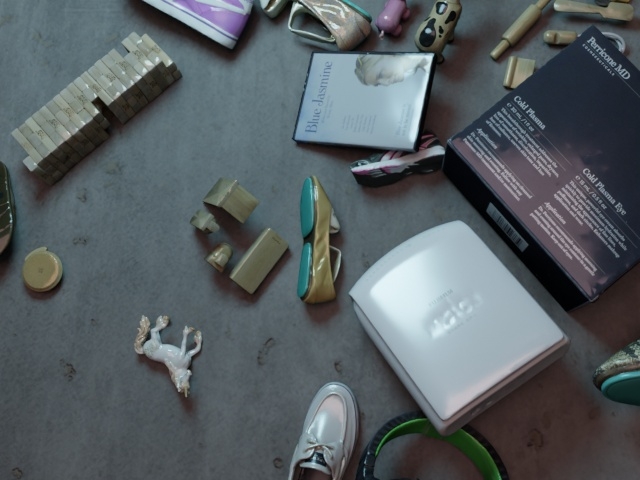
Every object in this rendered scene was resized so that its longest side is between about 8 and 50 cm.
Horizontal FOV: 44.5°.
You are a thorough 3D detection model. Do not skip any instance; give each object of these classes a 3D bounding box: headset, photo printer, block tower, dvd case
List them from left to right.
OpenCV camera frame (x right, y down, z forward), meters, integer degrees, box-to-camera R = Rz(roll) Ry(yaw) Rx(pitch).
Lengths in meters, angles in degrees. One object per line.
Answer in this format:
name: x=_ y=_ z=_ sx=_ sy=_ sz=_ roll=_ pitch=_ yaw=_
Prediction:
block tower: x=-0.432 y=-0.257 z=1.498 sx=0.335 sy=0.091 sz=0.097 roll=-43 pitch=74 yaw=-5
dvd case: x=0.077 y=-0.257 z=1.421 sx=0.253 sy=0.022 sz=0.180 roll=8 pitch=83 yaw=29
headset: x=0.174 y=0.419 z=1.144 sx=0.243 sy=0.185 sz=0.394 roll=15 pitch=47 yaw=-5
photo printer: x=0.212 y=0.125 z=1.287 sx=0.256 sy=0.107 sz=0.307 roll=-33 pitch=60 yaw=-5

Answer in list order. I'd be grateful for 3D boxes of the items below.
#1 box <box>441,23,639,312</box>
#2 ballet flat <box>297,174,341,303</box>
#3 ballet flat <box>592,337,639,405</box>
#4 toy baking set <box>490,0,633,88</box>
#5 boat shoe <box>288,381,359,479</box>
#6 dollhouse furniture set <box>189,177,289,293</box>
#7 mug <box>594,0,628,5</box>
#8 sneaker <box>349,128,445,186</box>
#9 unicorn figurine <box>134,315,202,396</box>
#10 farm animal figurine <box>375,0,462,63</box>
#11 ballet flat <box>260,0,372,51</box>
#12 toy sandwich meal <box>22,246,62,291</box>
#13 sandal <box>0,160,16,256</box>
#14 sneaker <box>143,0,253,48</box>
box: x=0.433 y=-0.112 z=1.302 sx=0.312 sy=0.179 sz=0.343 roll=-38 pitch=78 yaw=-2
ballet flat: x=0.000 y=0.000 z=1.400 sx=0.073 sy=0.080 sz=0.232 roll=7 pitch=78 yaw=-20
ballet flat: x=0.667 y=0.195 z=1.233 sx=0.483 sy=0.164 sz=0.182 roll=8 pitch=55 yaw=3
toy baking set: x=0.447 y=-0.363 z=1.450 sx=0.197 sy=0.030 sz=0.256 roll=38 pitch=89 yaw=8
boat shoe: x=-0.004 y=0.364 z=1.288 sx=0.096 sy=0.088 sz=0.267 roll=18 pitch=79 yaw=11
dollhouse furniture set: x=-0.156 y=-0.011 z=1.435 sx=0.151 sy=0.123 sz=0.144 roll=40 pitch=82 yaw=-21
mug: x=0.540 y=-0.472 z=1.450 sx=0.078 sy=0.062 sz=0.064 roll=14 pitch=86 yaw=17
sneaker: x=0.137 y=-0.154 z=1.422 sx=0.178 sy=0.072 sz=0.077 roll=-12 pitch=64 yaw=-5
unicorn figurine: x=-0.260 y=0.200 z=1.383 sx=0.162 sy=0.060 sz=0.111 roll=18 pitch=79 yaw=28
farm animal figurine: x=0.226 y=-0.521 z=1.441 sx=0.327 sy=0.172 sz=0.330 roll=-26 pitch=74 yaw=0
ballet flat: x=-0.049 y=-0.462 z=1.500 sx=0.316 sy=0.107 sz=0.106 roll=37 pitch=96 yaw=15
toy sandwich meal: x=-0.519 y=0.056 z=1.462 sx=0.085 sy=0.029 sz=0.085 roll=-1 pitch=79 yaw=3
sandal: x=-0.622 y=-0.051 z=1.490 sx=0.090 sy=0.060 sz=0.219 roll=-14 pitch=60 yaw=-3
sneaker: x=-0.254 y=-0.506 z=1.515 sx=0.282 sy=0.102 sz=0.161 roll=28 pitch=104 yaw=3
